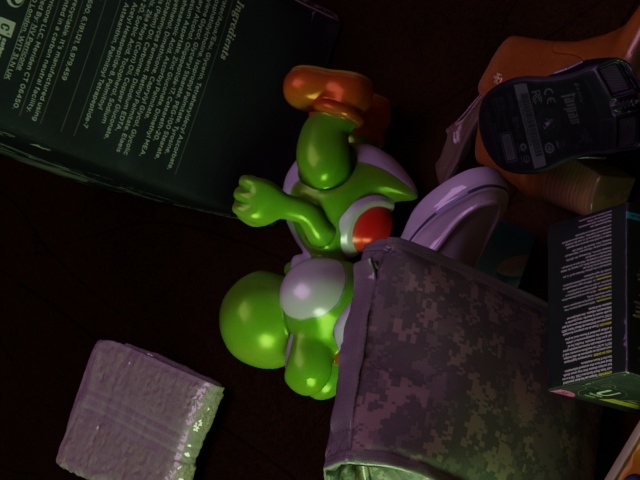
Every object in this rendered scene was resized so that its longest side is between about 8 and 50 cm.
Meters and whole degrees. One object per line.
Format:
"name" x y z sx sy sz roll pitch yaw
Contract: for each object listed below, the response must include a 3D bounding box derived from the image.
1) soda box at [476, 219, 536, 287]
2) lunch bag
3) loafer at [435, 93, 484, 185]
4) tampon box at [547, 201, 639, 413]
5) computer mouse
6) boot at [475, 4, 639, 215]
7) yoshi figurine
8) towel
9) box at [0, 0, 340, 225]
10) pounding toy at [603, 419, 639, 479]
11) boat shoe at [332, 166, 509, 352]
"soda box" 0.147 0.076 2.016 0.067 0.071 0.210 20 90 52
"lunch bag" 0.117 0.156 1.806 0.169 0.287 0.235 -20 48 45
"loafer" 0.165 -0.117 2.097 0.050 0.056 0.148 46 110 44
"tampon box" 0.282 0.064 1.762 0.101 0.120 0.161 -19 61 48
"computer mouse" 0.276 -0.090 1.834 0.262 0.060 0.184 -18 91 44
"boot" 0.262 -0.179 1.953 0.211 0.104 0.295 36 109 46
"yoshi figurine" -0.028 -0.003 2.196 0.203 0.203 0.362 159 121 -65
"towel" -0.229 0.236 2.444 0.282 0.049 0.187 18 90 53
"box" -0.323 -0.244 2.428 0.480 0.471 0.297 13 86 53
"pounding toy" 0.323 0.216 1.703 0.130 0.100 0.141 -62 37 12
"boat shoe" 0.109 0.045 1.942 0.267 0.096 0.088 -50 47 25
